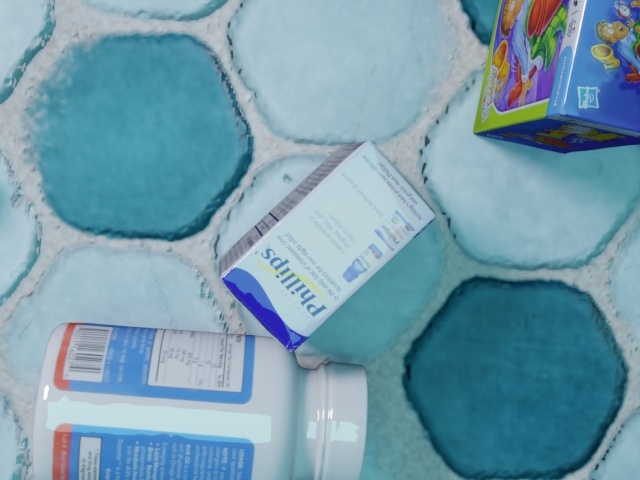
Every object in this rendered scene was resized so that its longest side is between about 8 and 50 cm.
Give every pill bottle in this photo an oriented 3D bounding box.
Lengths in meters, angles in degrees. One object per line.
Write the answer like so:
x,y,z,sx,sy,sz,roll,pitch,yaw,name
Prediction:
-0.082,0.126,0.779,0.222,0.124,0.124,6,92,-4,pill bottle

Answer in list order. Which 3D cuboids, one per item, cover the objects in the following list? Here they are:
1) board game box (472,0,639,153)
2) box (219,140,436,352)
0.196,-0.237,0.729,0.078,0.233,0.347,11,91,-5,board game box
0.000,0.000,0.778,0.137,0.126,0.072,-43,97,-1,box
